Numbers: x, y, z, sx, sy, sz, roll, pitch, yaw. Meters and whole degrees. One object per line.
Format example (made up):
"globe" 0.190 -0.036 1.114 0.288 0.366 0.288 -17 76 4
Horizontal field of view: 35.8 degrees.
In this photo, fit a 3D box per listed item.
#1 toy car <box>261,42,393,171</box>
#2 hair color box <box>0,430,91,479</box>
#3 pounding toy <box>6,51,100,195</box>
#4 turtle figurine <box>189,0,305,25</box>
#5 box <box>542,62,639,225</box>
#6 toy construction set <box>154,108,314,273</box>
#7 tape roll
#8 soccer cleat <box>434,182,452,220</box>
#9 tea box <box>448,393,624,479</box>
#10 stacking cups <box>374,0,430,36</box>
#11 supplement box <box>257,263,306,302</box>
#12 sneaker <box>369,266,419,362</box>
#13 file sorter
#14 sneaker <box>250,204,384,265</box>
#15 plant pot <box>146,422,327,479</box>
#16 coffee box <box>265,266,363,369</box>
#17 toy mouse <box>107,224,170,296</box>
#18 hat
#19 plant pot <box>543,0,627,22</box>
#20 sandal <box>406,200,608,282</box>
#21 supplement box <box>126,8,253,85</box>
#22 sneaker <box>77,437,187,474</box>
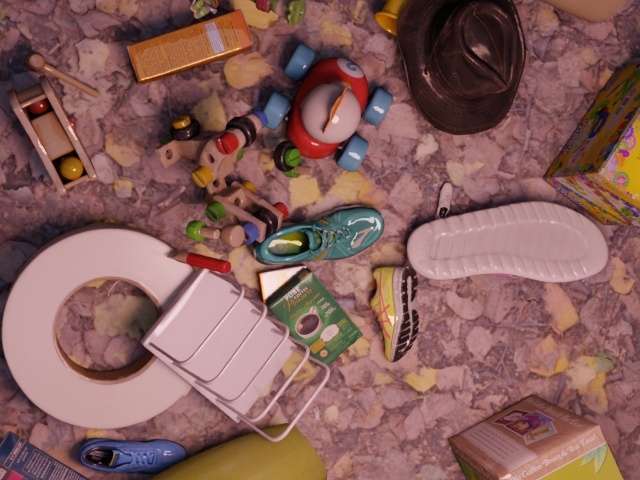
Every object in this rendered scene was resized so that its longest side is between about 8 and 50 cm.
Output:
"toy car" 0.025 -0.259 1.882 0.219 0.238 0.210 28 87 -10
"hair color box" -0.493 0.531 1.857 0.347 0.105 0.174 34 106 -9
"pounding toy" -0.475 -0.234 1.837 0.154 0.154 0.270 -27 96 -8
"turtle figurine" -0.159 -0.496 1.796 0.266 0.275 0.198 18 66 17
"box" 0.634 -0.195 1.971 0.177 0.279 0.290 35 86 -9
"toy construction set" -0.211 -0.098 1.872 0.309 0.237 0.257 -64 145 -23
"tape roll" -0.400 0.164 1.876 0.392 0.072 0.392 -2 98 -15
"soccer cleat" 0.255 -0.077 2.030 0.029 0.035 0.083 17 89 -10
"tea box" 0.448 0.510 1.932 0.220 0.329 0.324 -25 94 -8
"stacking cups" 0.218 -0.562 1.992 0.096 0.096 0.316 28 82 -10
"supplement box" -0.073 0.086 1.976 0.098 0.036 0.062 -9 94 -11
"sneaker" 0.142 0.144 2.004 0.094 0.081 0.209 12 109 33
"file sorter" -0.149 0.213 1.840 0.193 0.173 0.278 -52 122 -13
"sneaker" 0.000 0.000 1.950 0.275 0.110 0.107 -15 94 -10
"plant pot" -0.142 0.486 1.884 0.293 0.275 0.275 -34 97 -22
"coffee box" -0.011 0.154 1.962 0.113 0.040 0.184 -41 113 -3
"toy mouse" -0.388 0.039 1.922 0.161 0.031 0.143 16 88 -10
"hat" 0.313 -0.371 1.937 0.331 0.134 0.331 -4 98 -28
"plant pot" 0.494 -0.567 1.973 0.274 0.256 0.256 37 85 -25
"sandal" 0.376 0.009 2.027 0.416 0.102 0.169 1 75 -6
"supplement box" -0.253 -0.371 1.912 0.233 0.078 0.080 -22 95 -9
"sneaker" -0.362 0.421 1.913 0.209 0.082 0.069 6 89 -12
